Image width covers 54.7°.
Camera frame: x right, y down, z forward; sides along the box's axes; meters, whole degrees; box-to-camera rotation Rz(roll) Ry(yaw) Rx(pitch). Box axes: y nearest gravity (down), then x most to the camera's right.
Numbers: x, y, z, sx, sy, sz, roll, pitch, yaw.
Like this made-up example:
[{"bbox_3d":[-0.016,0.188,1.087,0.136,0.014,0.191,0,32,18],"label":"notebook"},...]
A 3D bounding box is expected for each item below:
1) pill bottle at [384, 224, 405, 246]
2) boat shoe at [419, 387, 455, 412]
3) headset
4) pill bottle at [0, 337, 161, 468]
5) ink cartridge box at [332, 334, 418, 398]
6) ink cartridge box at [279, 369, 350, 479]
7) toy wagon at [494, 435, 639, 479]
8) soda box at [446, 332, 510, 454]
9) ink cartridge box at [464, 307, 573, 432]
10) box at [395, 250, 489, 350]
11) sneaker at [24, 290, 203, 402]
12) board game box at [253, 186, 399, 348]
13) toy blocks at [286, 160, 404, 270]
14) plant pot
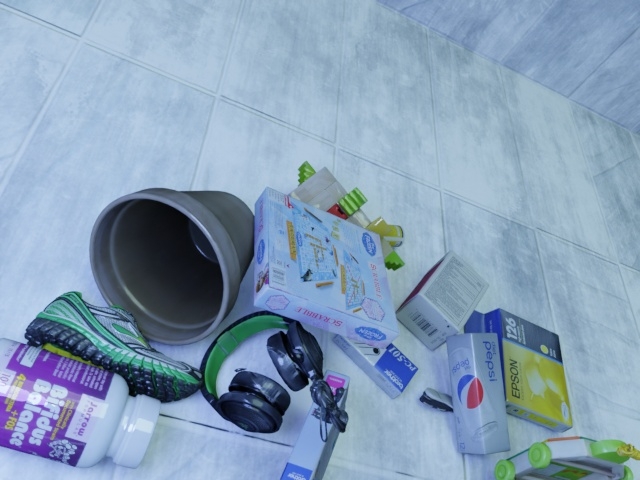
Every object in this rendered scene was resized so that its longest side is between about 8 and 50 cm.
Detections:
[{"bbox_3d":[0.180,-0.015,1.782,0.116,0.065,0.065,3,55,-31],"label":"pill bottle"},{"bbox_3d":[0.302,0.408,1.548,0.125,0.038,0.046,27,20,-26],"label":"boat shoe"},{"bbox_3d":[-0.094,0.255,1.202,0.394,0.185,0.243,24,62,44],"label":"headset"},{"bbox_3d":[-0.444,0.294,1.077,0.302,0.169,0.169,22,47,-15],"label":"pill bottle"},{"bbox_3d":[0.137,0.283,1.536,0.207,0.046,0.097,44,46,5],"label":"ink cartridge box"},{"bbox_3d":[-0.019,0.433,1.222,0.065,0.185,0.311,14,44,11],"label":"ink cartridge box"},{"bbox_3d":[0.584,0.518,1.420,0.267,0.344,0.068,19,46,-19],"label":"toy wagon"},{"bbox_3d":[0.386,0.373,1.524,0.098,0.091,0.286,6,74,-33],"label":"soda box"},{"bbox_3d":[0.549,0.345,1.733,0.307,0.072,0.303,25,47,-16],"label":"ink cartridge box"},{"bbox_3d":[0.334,0.162,1.697,0.148,0.127,0.232,44,45,4],"label":"box"},{"bbox_3d":[-0.381,0.202,1.213,0.344,0.134,0.146,29,46,-9],"label":"sneaker"},{"bbox_3d":[0.007,0.056,1.362,0.318,0.066,0.318,22,37,-23],"label":"board game box"},{"bbox_3d":[0.000,0.000,1.601,0.261,0.191,0.381,-40,91,-31],"label":"toy blocks"},{"bbox_3d":[-0.274,0.021,1.335,0.323,0.323,0.280,42,28,4],"label":"plant pot"}]
